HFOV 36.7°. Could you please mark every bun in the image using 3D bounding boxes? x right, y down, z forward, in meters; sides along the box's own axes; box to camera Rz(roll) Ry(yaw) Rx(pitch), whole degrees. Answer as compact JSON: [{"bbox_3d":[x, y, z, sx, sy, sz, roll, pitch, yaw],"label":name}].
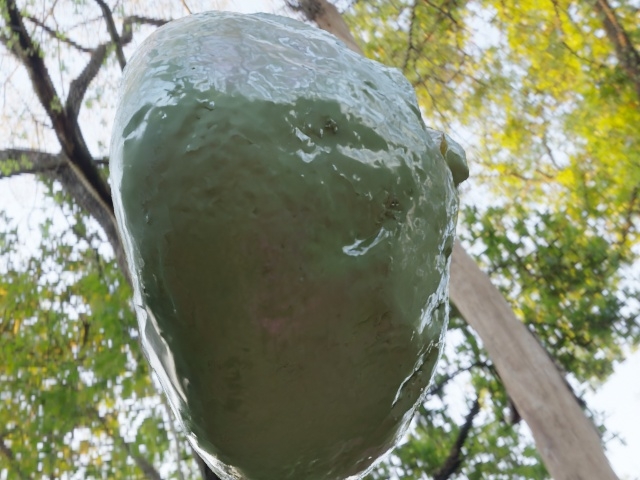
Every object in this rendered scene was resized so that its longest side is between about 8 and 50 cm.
[{"bbox_3d":[0.000,0.000,0.542,0.179,0.283,0.283,-12,-59,3],"label":"bun"}]
